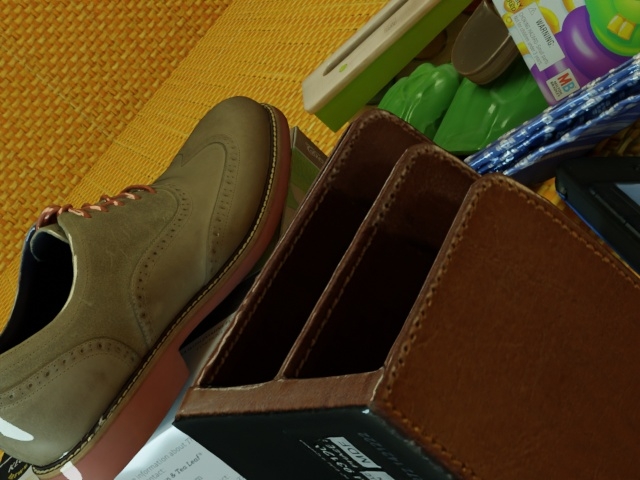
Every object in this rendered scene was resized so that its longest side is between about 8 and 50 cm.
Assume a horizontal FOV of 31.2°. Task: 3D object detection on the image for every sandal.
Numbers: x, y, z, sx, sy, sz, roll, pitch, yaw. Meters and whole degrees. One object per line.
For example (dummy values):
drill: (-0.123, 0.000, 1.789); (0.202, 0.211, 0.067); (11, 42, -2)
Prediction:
sandal: (0.223, -0.230, 1.032); (0.240, 0.079, 0.088); (-49, 42, 18)

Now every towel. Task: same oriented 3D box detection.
towel: (0.260, -0.115, 0.844); (0.336, 0.040, 0.243); (-31, -7, 36)

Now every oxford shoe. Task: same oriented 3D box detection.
oxford shoe: (-0.126, 0.001, 0.801); (0.123, 0.130, 0.348); (-23, 32, 43)

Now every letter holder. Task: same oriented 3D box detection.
letter holder: (0.124, 0.080, 0.555); (0.152, 0.302, 0.214); (-15, 39, 54)

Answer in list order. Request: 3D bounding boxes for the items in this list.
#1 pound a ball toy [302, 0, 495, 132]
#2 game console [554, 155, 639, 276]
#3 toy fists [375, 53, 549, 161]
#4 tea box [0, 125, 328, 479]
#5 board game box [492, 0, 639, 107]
pound a ball toy: (0.107, -0.257, 1.273); (0.319, 0.208, 0.136); (-41, 23, 20)
game console: (0.297, -0.060, 0.626); (0.293, 0.250, 0.173); (-113, 24, -67)
toy fists: (0.138, -0.113, 1.135); (0.279, 0.096, 0.142); (-4, 55, 59)
tea box: (-0.075, 0.139, 0.944); (0.329, 0.220, 0.323); (-37, 26, 25)
board game box: (0.278, -0.224, 0.871); (0.275, 0.144, 0.142); (-30, -7, 23)
